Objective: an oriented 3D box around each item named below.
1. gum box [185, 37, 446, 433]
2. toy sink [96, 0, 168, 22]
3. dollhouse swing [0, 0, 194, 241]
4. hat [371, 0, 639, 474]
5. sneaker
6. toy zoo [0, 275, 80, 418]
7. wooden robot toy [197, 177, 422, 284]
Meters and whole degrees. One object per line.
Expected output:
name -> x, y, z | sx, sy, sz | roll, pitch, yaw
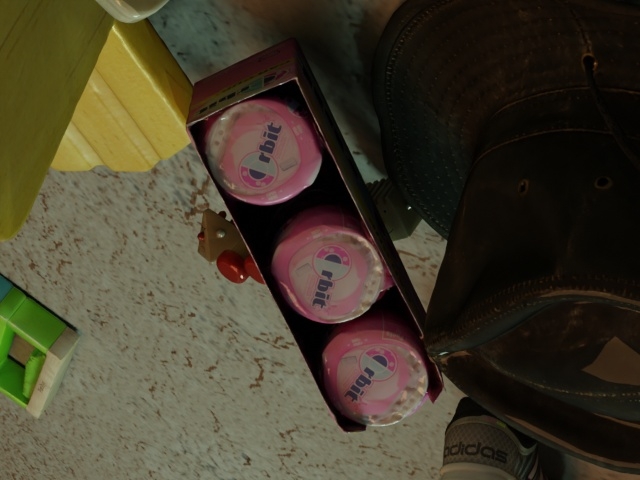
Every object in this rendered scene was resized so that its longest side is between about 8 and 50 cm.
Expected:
gum box -> 0.000, 0.000, 0.977 | 0.107, 0.062, 0.188 | -96, -20, -74
toy sink -> -0.082, -0.220, 0.708 | 0.234, 0.153, 0.131 | 46, 153, -19
dollhouse swing -> -0.260, -0.044, 0.918 | 0.347, 0.315, 0.305 | 2, 139, 18
hat -> 0.138, 0.027, 0.889 | 0.331, 0.134, 0.331 | 28, 155, 15
sneaker -> 0.118, 0.139, 1.203 | 0.063, 0.074, 0.170 | 3, 166, 23
toy zoo -> -0.342, 0.034, 1.631 | 0.293, 0.030, 0.192 | 36, 155, 1
wooden robot toy -> -0.027, -0.026, 1.084 | 0.173, 0.076, 0.079 | -2, 123, 48
